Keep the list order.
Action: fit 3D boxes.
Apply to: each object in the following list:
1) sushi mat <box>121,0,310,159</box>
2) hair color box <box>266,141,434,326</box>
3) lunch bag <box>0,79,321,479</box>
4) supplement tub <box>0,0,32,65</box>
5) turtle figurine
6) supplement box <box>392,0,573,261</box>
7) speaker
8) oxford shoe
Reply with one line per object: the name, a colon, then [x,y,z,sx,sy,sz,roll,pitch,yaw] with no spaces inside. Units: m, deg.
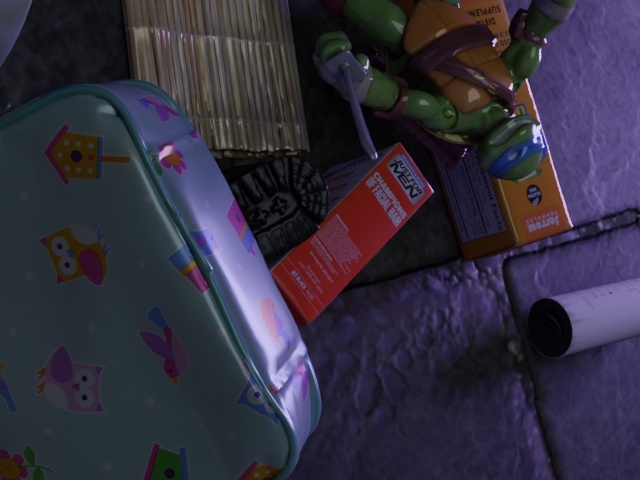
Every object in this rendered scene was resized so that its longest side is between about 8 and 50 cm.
sushi mat: [-0.091,-0.218,1.072,0.151,0.019,0.316,-2,80,-38]
hair color box: [0.000,0.000,1.040,0.167,0.093,0.053,-46,108,-34]
lunch bag: [-0.146,0.048,0.849,0.279,0.224,0.108,63,18,-5]
supplement tub: [-0.335,-0.204,0.749,0.325,0.235,0.235,7,75,-35]
turtle figurine: [0.084,-0.183,1.011,0.266,0.198,0.275,53,13,21]
supplement box: [0.136,-0.105,1.177,0.078,0.080,0.233,-18,92,-36]
speaker: [0.249,0.067,1.233,0.136,0.055,0.055,-10,85,-38]
oxford shoe: [-0.110,0.007,0.970,0.227,0.096,0.083,-20,101,-19]
